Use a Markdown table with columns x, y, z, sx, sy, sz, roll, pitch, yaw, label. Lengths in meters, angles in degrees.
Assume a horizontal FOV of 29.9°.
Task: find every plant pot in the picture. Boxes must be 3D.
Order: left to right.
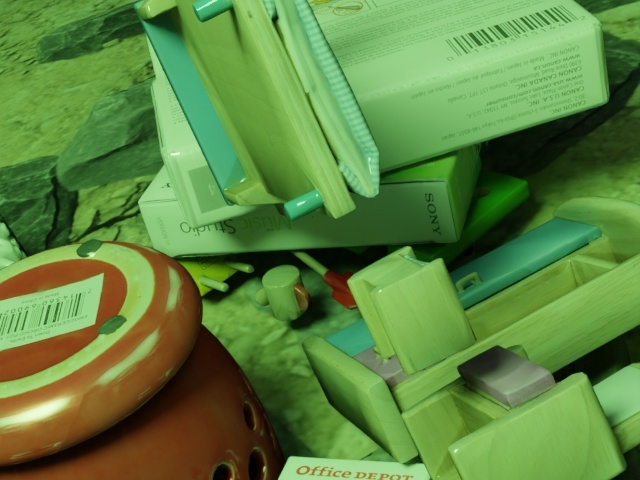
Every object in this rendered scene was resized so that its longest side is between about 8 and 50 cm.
| x | y | z | sx | sy | sz | roll | pitch | yaw | label |
| --- | --- | --- | --- | --- | --- | --- | --- | --- | --- |
| -0.127 | 0.110 | 0.667 | 0.191 | 0.174 | 0.191 | -13 | 34 | 9 | plant pot |

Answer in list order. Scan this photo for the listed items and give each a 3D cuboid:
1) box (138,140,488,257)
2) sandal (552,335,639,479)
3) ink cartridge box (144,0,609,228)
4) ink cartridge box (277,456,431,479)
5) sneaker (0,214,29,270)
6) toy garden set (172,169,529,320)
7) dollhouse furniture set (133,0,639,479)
| x | y | z | sx | sy | sz | roll | pitch | yaw | label |
| --- | --- | --- | --- | --- | --- | --- | --- | --- | --- |
| 0.022 | -0.101 | 0.946 | 0.232 | 0.058 | 0.322 | -4 | 34 | 20 | box |
| 0.139 | 0.098 | 0.653 | 0.090 | 0.060 | 0.219 | -7 | 33 | 18 | sandal |
| 0.023 | -0.135 | 0.882 | 0.296 | 0.066 | 0.261 | -17 | 31 | -3 | ink cartridge box |
| 0.007 | 0.171 | 0.614 | 0.088 | 0.052 | 0.122 | -2 | 33 | 25 | ink cartridge box |
| -0.254 | 0.059 | 0.886 | 0.118 | 0.110 | 0.292 | -34 | 33 | -8 | sneaker |
| 0.000 | 0.000 | 0.898 | 0.204 | 0.049 | 0.244 | -36 | 36 | -31 | toy garden set |
| 0.060 | -0.061 | 0.630 | 0.198 | 0.303 | 0.286 | -28 | 13 | -11 | dollhouse furniture set |
